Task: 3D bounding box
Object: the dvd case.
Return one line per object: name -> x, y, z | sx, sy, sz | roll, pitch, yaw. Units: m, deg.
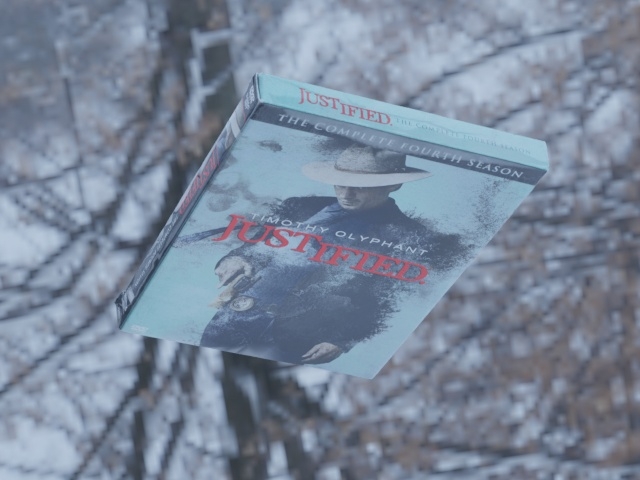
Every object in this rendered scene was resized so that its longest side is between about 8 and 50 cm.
dvd case -> 0.000, 0.000, 0.547 | 0.087, 0.013, 0.119 | 13, 141, -20
